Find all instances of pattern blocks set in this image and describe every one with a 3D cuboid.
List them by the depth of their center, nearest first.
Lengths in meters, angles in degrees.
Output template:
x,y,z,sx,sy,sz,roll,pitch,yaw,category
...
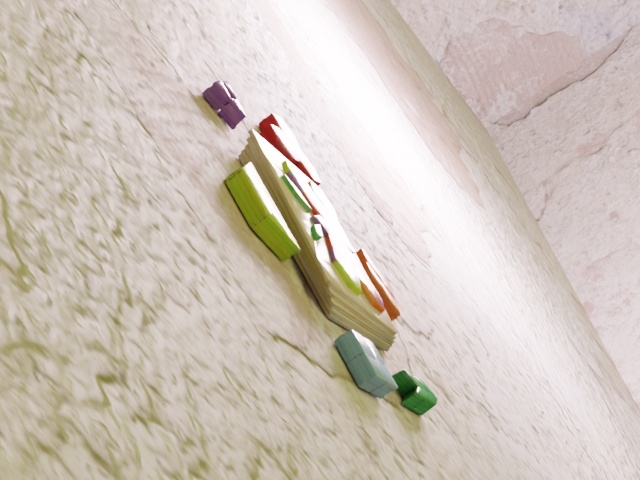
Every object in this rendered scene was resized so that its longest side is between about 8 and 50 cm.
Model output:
x,y,z,sx,sy,sz,roll,pitch,yaw,category
0.000,0.000,1.325,0.325,0.026,0.285,59,12,18,pattern blocks set
